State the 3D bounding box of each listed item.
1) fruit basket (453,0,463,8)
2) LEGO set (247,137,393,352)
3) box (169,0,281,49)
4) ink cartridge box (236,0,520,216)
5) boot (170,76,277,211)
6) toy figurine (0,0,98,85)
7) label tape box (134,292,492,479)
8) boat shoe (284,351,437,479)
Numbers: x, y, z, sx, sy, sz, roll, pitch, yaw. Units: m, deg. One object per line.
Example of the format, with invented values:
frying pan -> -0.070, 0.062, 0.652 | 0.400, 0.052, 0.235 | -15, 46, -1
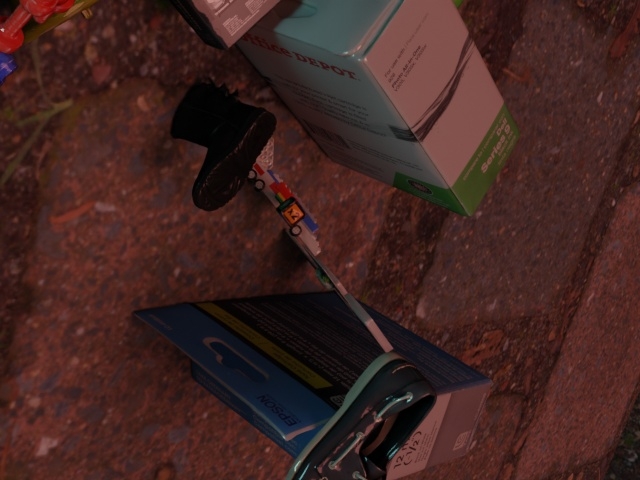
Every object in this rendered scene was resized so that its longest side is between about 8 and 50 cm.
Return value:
fruit basket -> 0.163, -0.407, 0.908 | 0.392, 0.283, 0.392 | -6, 98, -47
LEGO set -> 0.000, 0.000, 0.995 | 0.060, 0.182, 0.244 | -39, 139, -3
box -> -0.061, -0.306, 0.772 | 0.232, 0.059, 0.183 | -46, 123, -8
ink cartridge box -> 0.054, -0.169, 0.934 | 0.121, 0.211, 0.289 | -56, 143, -9
boot -> -0.107, -0.094, 0.880 | 0.121, 0.099, 0.045 | -56, 144, -7
toy figurine -> -0.256, -0.196, 0.562 | 0.217, 0.191, 0.362 | 46, 41, -15
label tape box -> -0.010, 0.163, 1.024 | 0.348, 0.249, 0.115 | -3, 115, -48
boat shoe -> 0.032, 0.201, 0.837 | 0.206, 0.065, 0.075 | -56, 141, -1
